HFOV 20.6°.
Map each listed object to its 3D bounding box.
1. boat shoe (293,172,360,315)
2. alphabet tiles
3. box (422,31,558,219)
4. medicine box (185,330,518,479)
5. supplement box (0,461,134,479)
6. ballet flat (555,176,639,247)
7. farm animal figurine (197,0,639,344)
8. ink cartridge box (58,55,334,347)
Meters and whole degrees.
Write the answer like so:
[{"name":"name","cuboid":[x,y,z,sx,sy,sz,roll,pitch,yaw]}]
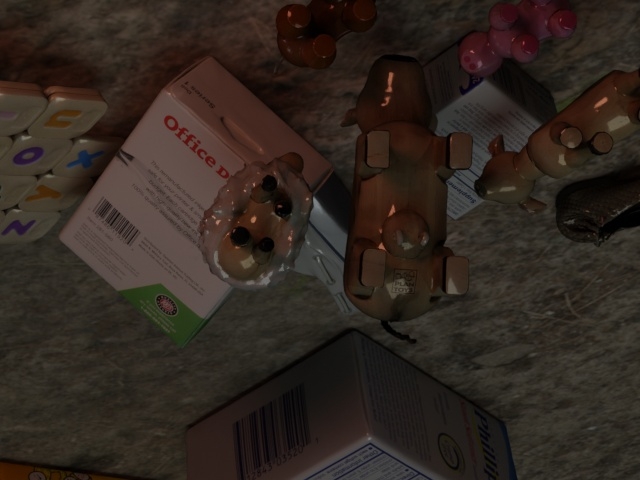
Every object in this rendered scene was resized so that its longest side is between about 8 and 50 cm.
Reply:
[{"name":"boat shoe","cuboid":[0.000,0.000,1.712,0.084,0.095,0.258,-25,136,13]},{"name":"alphabet tiles","cuboid":[-0.318,-0.050,1.585,0.278,0.021,0.284,-1,148,-50]},{"name":"box","cuboid":[0.132,-0.104,1.628,0.137,0.072,0.126,-34,131,27]},{"name":"medicine box","cuboid":[0.039,0.272,1.991,0.263,0.149,0.289,-33,134,27]},{"name":"supplement box","cuboid":[-0.231,0.411,2.074,0.356,0.194,0.195,11,136,-21]},{"name":"ballet flat","cuboid":[0.354,-0.048,1.738,0.250,0.058,0.084,-16,139,10]},{"name":"farm animal figurine","cuboid":[0.094,-0.073,1.479,0.330,0.327,0.172,20,175,-6]},{"name":"ink cartridge box","cuboid":[-0.114,-0.034,1.604,0.160,0.092,0.219,42,127,1]}]
